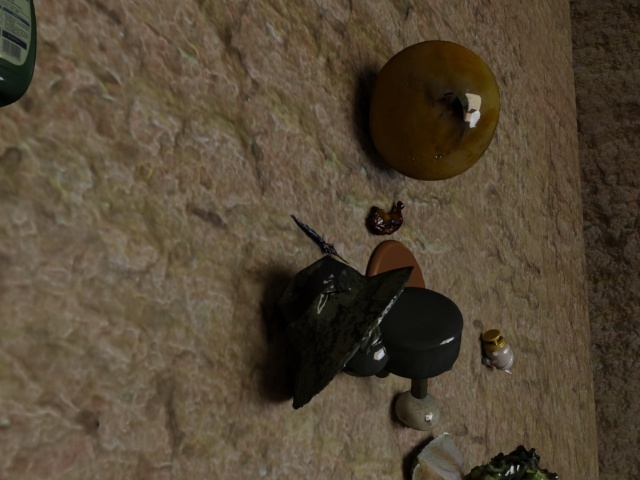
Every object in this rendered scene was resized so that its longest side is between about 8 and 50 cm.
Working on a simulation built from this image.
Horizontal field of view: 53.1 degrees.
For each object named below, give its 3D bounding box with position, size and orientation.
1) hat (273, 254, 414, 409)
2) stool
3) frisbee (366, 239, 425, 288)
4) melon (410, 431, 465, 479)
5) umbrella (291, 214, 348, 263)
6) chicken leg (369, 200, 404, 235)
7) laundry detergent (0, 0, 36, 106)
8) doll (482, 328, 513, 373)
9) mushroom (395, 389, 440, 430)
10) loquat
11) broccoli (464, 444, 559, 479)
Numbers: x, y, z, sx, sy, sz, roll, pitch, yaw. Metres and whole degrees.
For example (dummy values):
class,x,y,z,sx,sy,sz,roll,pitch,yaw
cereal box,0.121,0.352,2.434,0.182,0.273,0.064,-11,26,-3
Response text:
class,x,y,z,sx,sy,sz,roll,pitch,yaw
hat,0.009,0.096,0.904,0.128,0.265,0.265,44,37,3
stool,0.135,0.173,1.086,0.153,0.228,0.139,-104,-170,-55
frisbee,0.152,0.122,1.236,0.251,0.021,0.250,16,70,-54
melon,0.221,0.440,1.211,0.139,0.093,0.202,47,41,-31
umbrella,-0.002,-0.002,1.026,0.022,0.022,0.149,-50,125,-3
chicken leg,0.130,-0.042,1.229,0.145,0.037,0.062,-13,81,-56
laundry detergent,-0.310,-0.233,0.539,0.144,0.078,0.221,9,76,-52
doll,0.444,0.293,1.616,0.084,0.073,0.127,-33,110,-19
mushroom,0.177,0.323,1.188,0.085,0.085,0.079,-37,149,-54
loquat,0.212,-0.245,1.220,0.263,0.263,0.263,18,69,-55
broccoli,0.387,0.573,1.235,0.334,0.272,0.324,-65,158,-49
